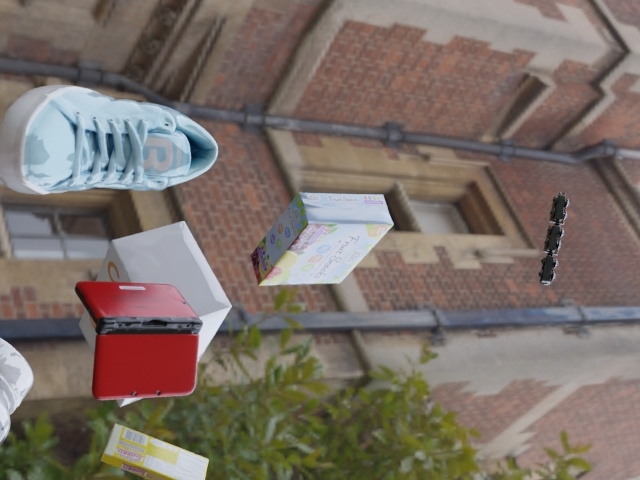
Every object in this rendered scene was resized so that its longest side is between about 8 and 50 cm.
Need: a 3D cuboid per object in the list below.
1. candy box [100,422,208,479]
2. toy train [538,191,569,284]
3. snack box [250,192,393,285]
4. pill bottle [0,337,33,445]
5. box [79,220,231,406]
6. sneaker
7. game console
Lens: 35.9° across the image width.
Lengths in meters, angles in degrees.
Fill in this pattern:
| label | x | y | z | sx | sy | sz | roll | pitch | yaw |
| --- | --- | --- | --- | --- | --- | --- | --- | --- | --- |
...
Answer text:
| label | x | y | z | sx | sy | sz | roll | pitch | yaw |
| --- | --- | --- | --- | --- | --- | --- | --- | --- | --- |
| candy box | -0.324 | 0.433 | 1.950 | 0.105 | 0.205 | 0.027 | -86 | -159 | -65 |
| toy train | 0.364 | -0.003 | 1.545 | 0.036 | 0.027 | 0.158 | 80 | 24 | -66 |
| snack box | 0.000 | 0.000 | 1.722 | 0.207 | 0.174 | 0.070 | -48 | -129 | 47 |
| pill bottle | -0.637 | 0.324 | 1.603 | 0.204 | 0.204 | 0.361 | -36 | -160 | 46 |
| box | -0.347 | 0.155 | 2.020 | 0.215 | 0.168 | 0.345 | 59 | -36 | 19 |
| sneaker | -0.246 | -0.124 | 1.234 | 0.150 | 0.366 | 0.135 | 7 | -78 | 20 |
| game console | -0.222 | 0.117 | 1.185 | 0.124 | 0.144 | 0.085 | 46 | -62 | 39 |
